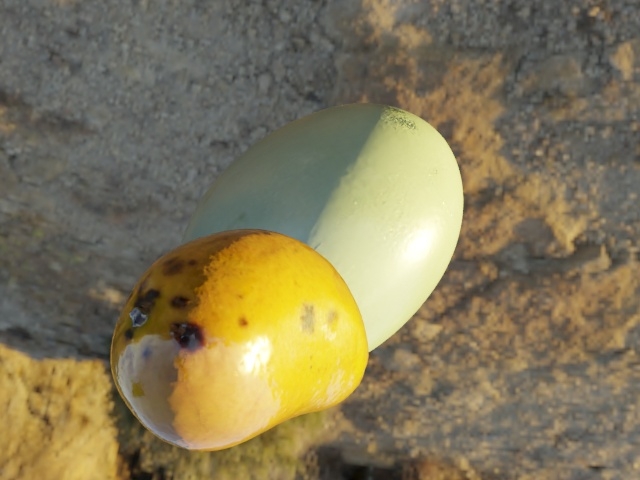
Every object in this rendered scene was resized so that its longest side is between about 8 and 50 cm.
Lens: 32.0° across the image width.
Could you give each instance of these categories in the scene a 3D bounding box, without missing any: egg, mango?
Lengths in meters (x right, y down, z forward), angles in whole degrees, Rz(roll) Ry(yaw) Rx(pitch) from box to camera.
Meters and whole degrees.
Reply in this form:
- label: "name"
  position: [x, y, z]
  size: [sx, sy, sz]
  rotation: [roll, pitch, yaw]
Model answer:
- label: "egg"
  position: [0.000, 0.000, 0.959]
  size: [0.203, 0.282, 0.203]
  rotation: [43, 168, 12]
- label: "mango"
  position: [-0.039, 0.050, 0.618]
  size: [0.090, 0.115, 0.178]
  rotation: [1, -172, 41]
